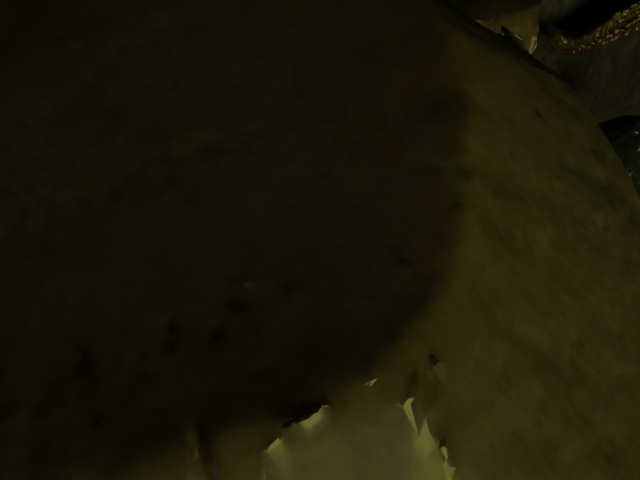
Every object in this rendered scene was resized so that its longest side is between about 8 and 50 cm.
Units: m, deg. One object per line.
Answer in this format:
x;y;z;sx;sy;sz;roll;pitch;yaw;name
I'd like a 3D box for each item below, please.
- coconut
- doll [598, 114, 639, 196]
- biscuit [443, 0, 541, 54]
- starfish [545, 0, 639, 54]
-0.030;0.066;0.507;0.323;0.323;0.323;-35;151;-22;coconut
0.100;0.089;0.868;0.246;0.158;0.340;1;133;-29;doll
0.001;0.001;0.720;0.141;0.038;0.289;4;122;-44;biscuit
0.216;-0.159;0.810;0.213;0.057;0.238;-41;150;7;starfish
